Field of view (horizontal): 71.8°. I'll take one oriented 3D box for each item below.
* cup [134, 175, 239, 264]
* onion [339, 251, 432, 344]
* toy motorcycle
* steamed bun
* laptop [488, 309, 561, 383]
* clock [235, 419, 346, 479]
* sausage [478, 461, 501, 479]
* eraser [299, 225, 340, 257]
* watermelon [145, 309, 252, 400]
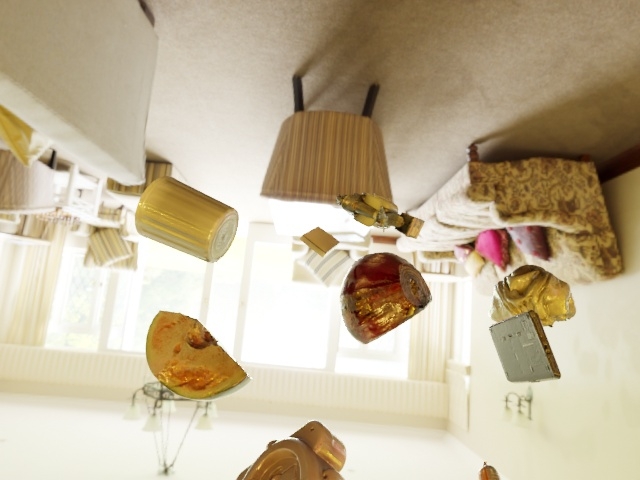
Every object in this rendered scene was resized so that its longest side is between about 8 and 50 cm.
[{"bbox_3d":[-0.315,-0.046,1.113,0.202,0.167,0.221,23,-178,11],"label":"cup"},{"bbox_3d":[0.199,0.169,1.471,0.336,0.260,0.282,-24,173,-39],"label":"onion"},{"bbox_3d":[0.160,-0.075,1.226,0.263,0.091,0.157,11,-165,-48],"label":"toy motorcycle"},{"bbox_3d":[0.748,0.189,1.600,0.267,0.207,0.280,-6,180,-18],"label":"steamed bun"},{"bbox_3d":[0.469,0.255,1.035,0.026,0.154,0.207,-10,161,-8],"label":"laptop"},{"bbox_3d":[-0.073,0.560,0.902,0.113,0.295,0.322,47,-169,-18],"label":"clock"},{"bbox_3d":[0.530,0.785,1.341,0.071,0.234,0.071,1,126,2],"label":"sausage"},{"bbox_3d":[0.000,0.000,1.509,0.103,0.023,0.150,38,-156,9],"label":"eraser"},{"bbox_3d":[-0.332,0.338,1.190,0.321,0.175,0.188,37,160,31],"label":"watermelon"}]
